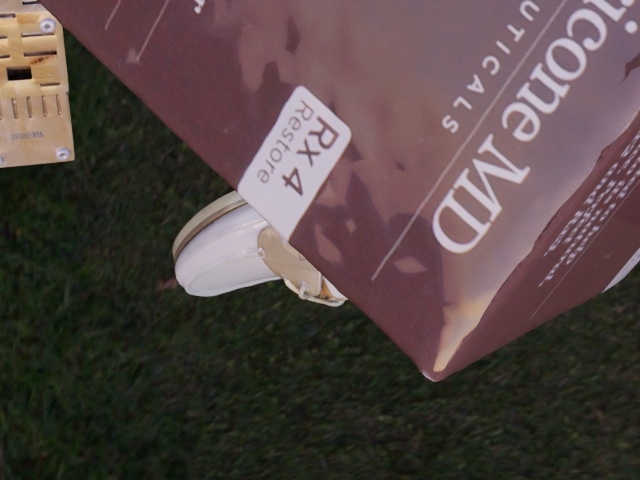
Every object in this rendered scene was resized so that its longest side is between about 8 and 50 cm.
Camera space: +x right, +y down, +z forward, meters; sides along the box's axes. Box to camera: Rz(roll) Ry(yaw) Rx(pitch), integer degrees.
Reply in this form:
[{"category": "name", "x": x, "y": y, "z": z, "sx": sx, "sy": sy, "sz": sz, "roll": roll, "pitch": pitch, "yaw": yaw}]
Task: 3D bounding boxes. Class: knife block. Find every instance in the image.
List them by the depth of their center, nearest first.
[{"category": "knife block", "x": -0.298, "y": -0.201, "z": 1.281, "sx": 0.088, "sy": 0.275, "sz": 0.242, "roll": -7, "pitch": 50, "yaw": -11}]

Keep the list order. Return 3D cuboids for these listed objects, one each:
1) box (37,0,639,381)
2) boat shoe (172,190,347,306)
[{"category": "box", "x": 0.046, "y": -0.098, "z": 0.418, "sx": 0.203, "sy": 0.168, "sz": 0.167, "roll": 44, "pitch": 29, "yaw": 19}, {"category": "boat shoe", "x": 0.000, "y": 0.000, "z": 1.070, "sx": 0.113, "sy": 0.302, "sz": 0.103, "roll": 9, "pitch": 63, "yaw": -53}]
